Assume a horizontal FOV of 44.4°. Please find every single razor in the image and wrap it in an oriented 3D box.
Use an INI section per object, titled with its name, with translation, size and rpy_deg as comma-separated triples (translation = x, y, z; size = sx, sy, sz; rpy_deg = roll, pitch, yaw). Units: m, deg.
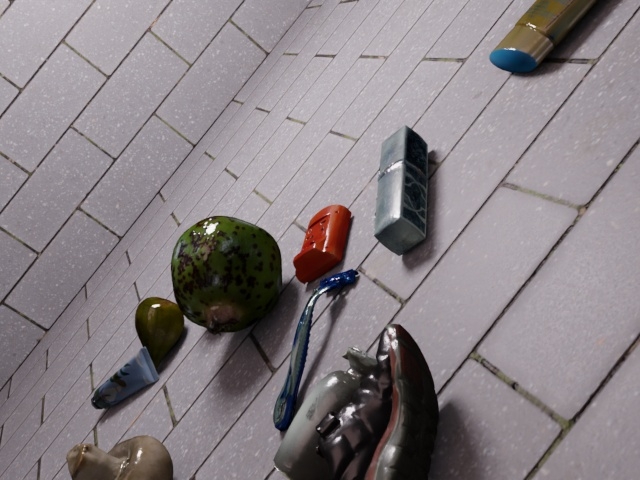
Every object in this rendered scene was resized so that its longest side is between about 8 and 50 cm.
[razor]
translation = -0.027, 0.181, 1.383
size = 0.093, 0.056, 0.324
rpy_deg = -22, 37, 48

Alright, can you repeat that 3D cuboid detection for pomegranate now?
[pomegranate]
translation = -0.198, 0.082, 1.631
size = 0.254, 0.254, 0.270
rpy_deg = -34, 41, 36

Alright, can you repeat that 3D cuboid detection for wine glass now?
[wine glass]
translation = 0.026, 0.252, 1.093
size = 0.204, 0.111, 0.111
rpy_deg = -54, 22, -10

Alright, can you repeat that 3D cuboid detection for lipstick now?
[lipstick]
translation = 0.150, -0.095, 1.435
size = 0.076, 0.077, 0.289
rpy_deg = -35, 28, 33

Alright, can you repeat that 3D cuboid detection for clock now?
[clock]
translation = 0.000, 0.000, 1.605
size = 0.113, 0.061, 0.155
rpy_deg = -35, 25, 36

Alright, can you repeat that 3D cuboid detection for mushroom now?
[mushroom]
translation = -0.387, 0.450, 1.471
size = 0.204, 0.204, 0.204
rpy_deg = -41, 24, 23

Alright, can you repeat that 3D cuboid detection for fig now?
[fig]
translation = -0.402, 0.234, 1.985
size = 0.133, 0.184, 0.127
rpy_deg = 4, 18, 36

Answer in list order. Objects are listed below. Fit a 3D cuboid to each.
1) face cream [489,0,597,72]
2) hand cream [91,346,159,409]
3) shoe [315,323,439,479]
[face cream]
translation = 0.430, -0.419, 1.408
size = 0.285, 0.067, 0.139
rpy_deg = -48, 21, 7
[hand cream]
translation = -0.503, 0.363, 2.001
size = 0.271, 0.091, 0.058
rpy_deg = -36, -18, 36
[shoe]
translation = 0.065, 0.246, 0.991
size = 0.137, 0.114, 0.290
rpy_deg = -8, 50, 32
